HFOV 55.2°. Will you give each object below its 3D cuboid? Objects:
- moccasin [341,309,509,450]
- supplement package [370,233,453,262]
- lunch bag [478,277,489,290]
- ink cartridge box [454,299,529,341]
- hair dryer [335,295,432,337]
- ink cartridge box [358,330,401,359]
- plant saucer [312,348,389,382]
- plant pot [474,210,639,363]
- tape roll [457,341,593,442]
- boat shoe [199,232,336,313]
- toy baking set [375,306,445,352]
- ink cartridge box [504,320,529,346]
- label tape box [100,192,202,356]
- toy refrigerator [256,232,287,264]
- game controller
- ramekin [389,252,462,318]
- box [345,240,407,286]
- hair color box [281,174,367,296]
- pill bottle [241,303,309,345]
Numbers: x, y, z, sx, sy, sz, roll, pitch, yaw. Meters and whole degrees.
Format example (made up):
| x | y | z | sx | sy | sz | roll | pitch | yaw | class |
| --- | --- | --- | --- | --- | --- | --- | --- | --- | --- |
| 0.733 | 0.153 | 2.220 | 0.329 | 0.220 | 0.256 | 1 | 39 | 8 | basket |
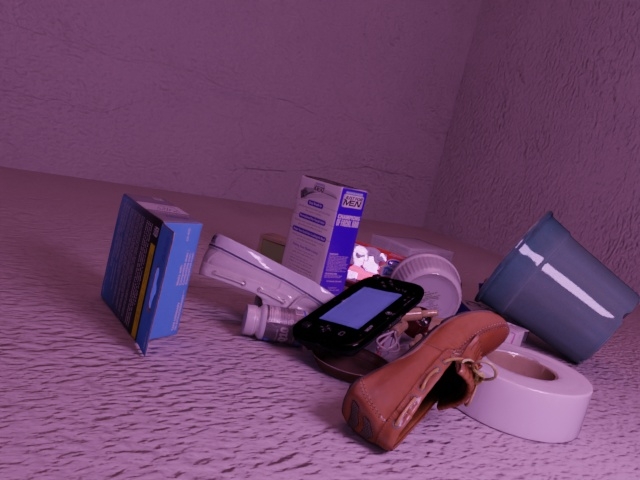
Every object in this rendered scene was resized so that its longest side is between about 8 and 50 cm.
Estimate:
| x | y | z | sx | sy | sz | roll | pitch | yaw | class |
| --- | --- | --- | --- | --- | --- | --- | --- | --- | --- |
| 0.214 | 0.233 | 1.057 | 0.380 | 0.139 | 0.147 | -19 | 42 | -41 | moccasin |
| 0.340 | 0.076 | 2.357 | 0.262 | 0.145 | 0.204 | 6 | 12 | -42 | supplement package |
| 0.666 | 0.191 | 2.115 | 0.243 | 0.114 | 0.303 | 10 | -4 | 15 | lunch bag |
| 0.501 | 0.239 | 1.908 | 0.224 | 0.045 | 0.223 | 12 | 9 | -7 | ink cartridge box |
| 0.175 | 0.195 | 1.531 | 0.224 | 0.080 | 0.294 | 15 | -11 | -36 | hair dryer |
| 0.111 | 0.221 | 1.416 | 0.109 | 0.063 | 0.150 | 19 | 11 | 26 | ink cartridge box |
| 0.062 | 0.254 | 1.260 | 0.169 | 0.029 | 0.168 | 13 | 8 | -2 | plant saucer |
| 0.681 | 0.148 | 1.744 | 0.334 | 0.341 | 0.341 | 40 | 19 | 18 | plant pot |
| 0.398 | 0.297 | 1.253 | 0.286 | 0.100 | 0.286 | 13 | 9 | -2 | tape roll |
| -0.113 | 0.132 | 1.414 | 0.367 | 0.156 | 0.136 | 28 | -6 | -11 | boat shoe |
| 0.178 | 0.190 | 1.309 | 0.256 | 0.030 | 0.197 | -2 | 15 | -3 | toy baking set |
| 0.472 | 0.262 | 1.665 | 0.115 | 0.067 | 0.198 | 22 | 14 | 41 | ink cartridge box |
| -0.329 | 0.059 | 1.233 | 0.106 | 0.240 | 0.334 | 9 | 11 | -35 | label tape box |
| -0.077 | 0.060 | 2.001 | 0.270 | 0.102 | 0.094 | 18 | 10 | 25 | toy refrigerator |
| 0.089 | 0.153 | 1.310 | 0.167 | 0.067 | 0.319 | 0 | 19 | 39 | game controller |
| 0.299 | 0.146 | 1.723 | 0.207 | 0.207 | 0.109 | 12 | 18 | -5 | ramekin |
| 0.185 | 0.101 | 1.869 | 0.257 | 0.128 | 0.122 | 18 | -11 | -10 | box |
| 0.000 | 0.000 | 1.728 | 0.110 | 0.338 | 0.185 | 4 | 13 | -41 | hair color box |
| -0.097 | 0.180 | 1.325 | 0.137 | 0.078 | 0.078 | 11 | 10 | -13 | pill bottle |
